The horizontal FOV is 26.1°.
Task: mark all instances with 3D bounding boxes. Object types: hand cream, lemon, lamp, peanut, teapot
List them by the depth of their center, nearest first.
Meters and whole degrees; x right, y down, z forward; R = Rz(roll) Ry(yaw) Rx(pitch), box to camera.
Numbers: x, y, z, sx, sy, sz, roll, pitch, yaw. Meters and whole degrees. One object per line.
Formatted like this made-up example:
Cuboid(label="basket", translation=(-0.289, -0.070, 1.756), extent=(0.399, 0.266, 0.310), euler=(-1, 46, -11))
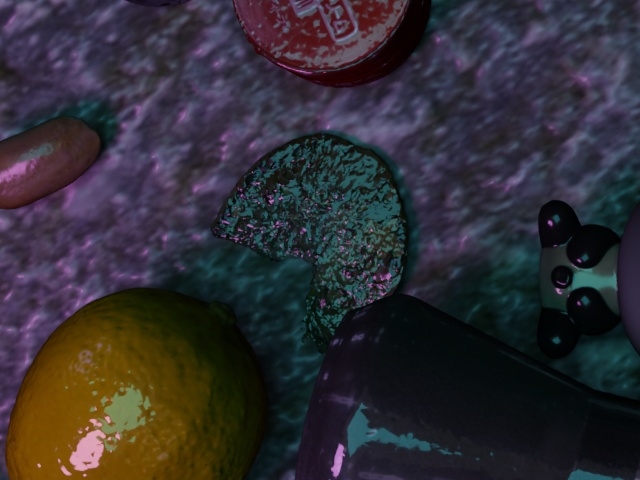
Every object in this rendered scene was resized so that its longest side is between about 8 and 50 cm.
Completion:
Cuboid(label="teapot", translation=(0.169, 0.212, 1.280), extent=(0.344, 0.300, 0.253), euler=(14, 69, 14))
Cuboid(label="lamp", translation=(0.330, 0.036, 1.306), extent=(0.244, 0.198, 0.197), euler=(-1, 89, 22))
Cuboid(label="lemon", translation=(-0.187, 0.188, 1.382), extent=(0.245, 0.245, 0.320), euler=(40, 102, 10))
Cuboid(label="hand cream", translation=(0.014, -0.253, 1.404), extent=(0.193, 0.125, 0.193), euler=(0, 90, 12))
Cuboid(label="peanut", translation=(-0.308, -0.085, 1.500), extent=(0.152, 0.076, 0.076), euler=(-26, 84, 6))

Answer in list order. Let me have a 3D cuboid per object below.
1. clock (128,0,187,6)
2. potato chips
Cuboid(label="clock", translation=(-0.178, -0.362, 1.491), extent=(0.215, 0.042, 0.215), euler=(0, 89, 13))
Cuboid(label="potato chips", translation=(-0.001, 0.000, 1.453), extent=(0.202, 0.029, 0.220), euler=(-29, 81, 8))
